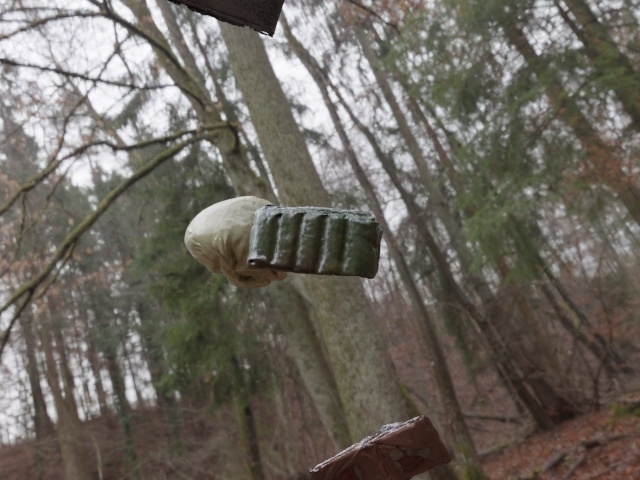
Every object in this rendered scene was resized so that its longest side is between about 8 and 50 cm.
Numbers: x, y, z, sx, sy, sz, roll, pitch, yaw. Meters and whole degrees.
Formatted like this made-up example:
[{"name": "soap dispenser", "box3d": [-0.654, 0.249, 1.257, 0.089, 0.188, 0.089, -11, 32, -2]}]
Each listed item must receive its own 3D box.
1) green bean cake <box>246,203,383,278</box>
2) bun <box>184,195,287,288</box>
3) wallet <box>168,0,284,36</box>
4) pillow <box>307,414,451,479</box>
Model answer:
[{"name": "green bean cake", "box3d": [0.000, 0.000, 0.830, 0.173, 0.093, 0.181, 5, 0, 10]}, {"name": "bun", "box3d": [-0.146, 0.017, 1.141, 0.230, 0.145, 0.229, -9, -21, -4]}, {"name": "wallet", "box3d": [-0.130, -0.348, 0.669, 0.222, 0.036, 0.167, 11, -67, -25]}, {"name": "pillow", "box3d": [0.104, 0.406, 1.069, 0.249, 0.049, 0.135, -29, -63, 4]}]
